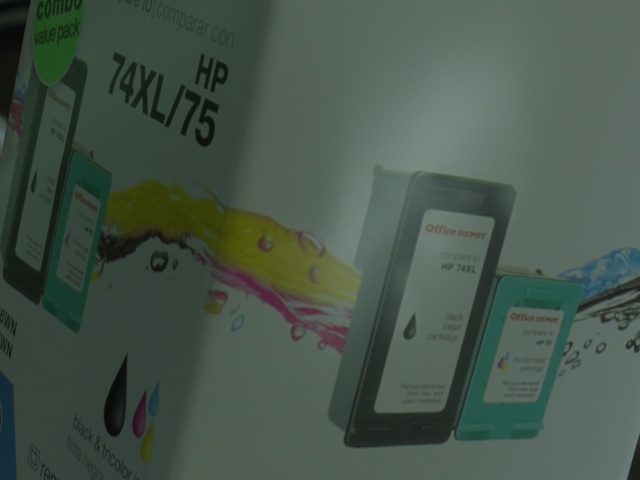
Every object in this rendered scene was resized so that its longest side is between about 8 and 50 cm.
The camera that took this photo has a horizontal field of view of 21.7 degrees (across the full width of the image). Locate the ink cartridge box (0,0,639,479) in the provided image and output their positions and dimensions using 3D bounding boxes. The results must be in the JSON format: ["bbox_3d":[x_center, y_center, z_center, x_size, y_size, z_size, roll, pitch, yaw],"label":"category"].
[{"bbox_3d":[0.000,0.000,0.632,0.198,0.197,0.270,30,-69,56],"label":"ink cartridge box"}]
